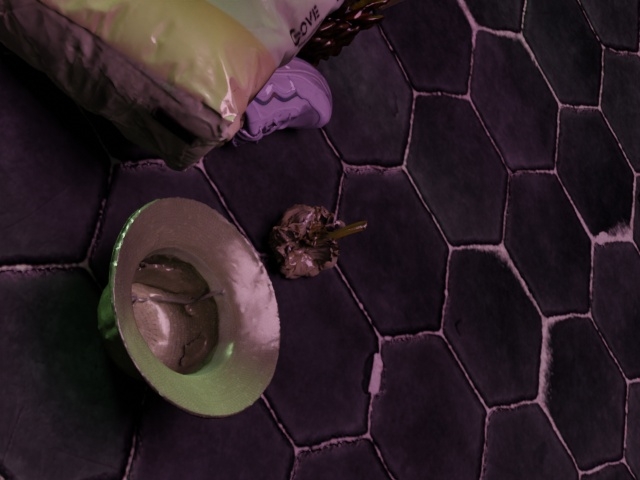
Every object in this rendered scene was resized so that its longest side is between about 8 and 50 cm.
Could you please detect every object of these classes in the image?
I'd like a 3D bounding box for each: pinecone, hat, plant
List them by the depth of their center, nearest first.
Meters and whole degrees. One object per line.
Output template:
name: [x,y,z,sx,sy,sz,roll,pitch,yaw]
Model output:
hat: [-0.178,0.088,1.617,0.257,0.130,0.257,23,59,-43]
plant: [0.000,0.000,1.876,0.116,0.122,0.104,-42,118,-56]
pinecone: [-0.028,-0.340,1.921,0.201,0.202,0.229,57,31,2]

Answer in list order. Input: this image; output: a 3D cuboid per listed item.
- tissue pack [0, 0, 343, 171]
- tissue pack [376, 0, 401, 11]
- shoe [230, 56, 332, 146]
tissue pack: [-0.189,-0.298,1.682,0.390,0.195,0.375,33,54,-8]
tissue pack: [0.115,-0.492,2.178,0.125,0.159,0.234,29,55,-40]
shoe: [-0.082,-0.180,1.879,0.245,0.095,0.137,23,62,-38]
